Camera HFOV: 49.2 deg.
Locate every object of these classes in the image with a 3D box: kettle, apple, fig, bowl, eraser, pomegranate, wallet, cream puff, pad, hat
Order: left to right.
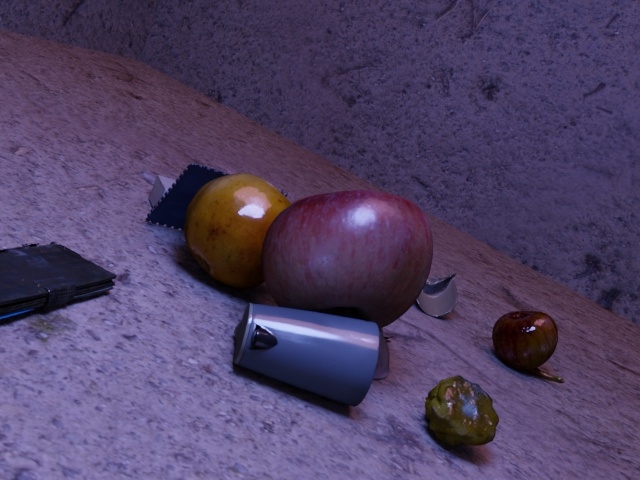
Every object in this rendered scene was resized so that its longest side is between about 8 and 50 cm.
[{"bbox_3d":[-0.501,0.063,1.176,0.169,0.044,0.317,25,13,14],"label":"wallet"},{"bbox_3d":[-0.317,-0.092,1.910,0.279,0.081,0.124,17,17,-29],"label":"eraser"},{"bbox_3d":[-0.256,-0.083,1.711,0.270,0.269,0.012,17,52,-33],"label":"pad"},{"bbox_3d":[-0.176,-0.027,1.574,0.264,0.264,0.264,23,15,-7],"label":"pomegranate"},{"bbox_3d":[-0.036,0.196,1.304,0.243,0.160,0.210,16,-2,-9],"label":"kettle"},{"bbox_3d":[0.052,0.050,1.391,0.345,0.269,0.345,0,-11,0],"label":"apple"},{"bbox_3d":[0.081,0.211,1.516,0.189,0.086,0.189,24,14,-6],"label":"bowl"},{"bbox_3d":[0.324,0.169,2.110,0.166,0.144,0.173,8,62,-6],"label":"hat"},{"bbox_3d":[0.260,0.338,1.348,0.146,0.116,0.146,17,47,-19],"label":"cream puff"},{"bbox_3d":[0.566,0.298,1.920,0.175,0.207,0.175,-12,15,3],"label":"fig"}]

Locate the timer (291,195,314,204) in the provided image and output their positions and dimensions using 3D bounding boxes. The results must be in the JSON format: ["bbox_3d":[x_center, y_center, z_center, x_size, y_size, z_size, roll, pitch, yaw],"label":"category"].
[{"bbox_3d":[0.000,0.000,1.822,0.215,0.229,0.230,34,18,27],"label":"timer"}]

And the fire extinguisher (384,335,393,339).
[{"bbox_3d":[0.067,0.099,1.653,0.135,0.114,0.337,-25,88,-54],"label":"fire extinguisher"}]
